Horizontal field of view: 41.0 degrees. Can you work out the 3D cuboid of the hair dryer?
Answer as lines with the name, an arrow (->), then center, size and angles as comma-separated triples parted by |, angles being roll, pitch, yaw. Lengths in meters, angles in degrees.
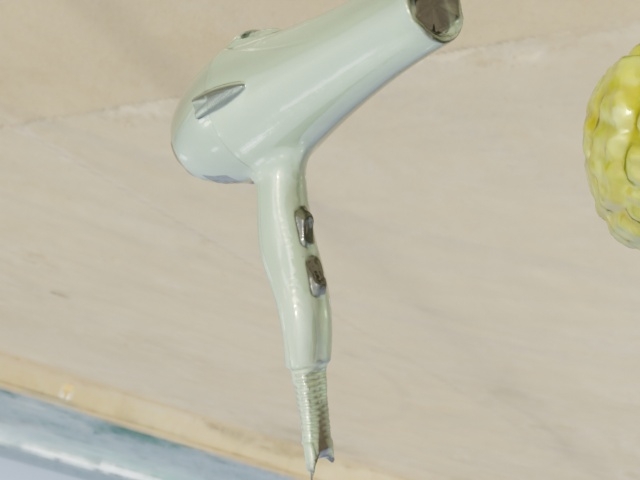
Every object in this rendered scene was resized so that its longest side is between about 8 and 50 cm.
hair dryer -> 0.014, -0.029, 0.487 | 0.092, 0.267, 0.229 | -5, 152, -41

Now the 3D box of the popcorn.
popcorn -> 0.225, -0.055, 0.441 | 0.173, 0.142, 0.173 | 4, 147, 3
